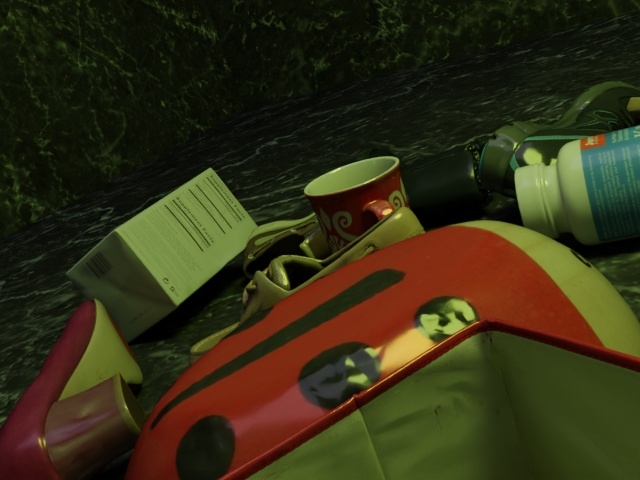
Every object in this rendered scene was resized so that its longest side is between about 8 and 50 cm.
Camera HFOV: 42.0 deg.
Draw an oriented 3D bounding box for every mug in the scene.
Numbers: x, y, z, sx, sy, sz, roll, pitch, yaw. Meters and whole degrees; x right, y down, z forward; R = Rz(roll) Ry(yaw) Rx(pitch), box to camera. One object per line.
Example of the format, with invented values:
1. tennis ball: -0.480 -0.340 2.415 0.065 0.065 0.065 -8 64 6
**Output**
1. mug: 0.057 0.008 0.946 0.113 0.169 0.150 -14 18 16

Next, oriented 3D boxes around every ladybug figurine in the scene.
1. ladybug figurine: 0.037 0.119 0.610 0.449 0.161 0.305 -30 18 -24

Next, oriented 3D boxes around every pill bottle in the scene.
1. pill bottle: 0.338 -0.062 0.934 0.222 0.124 0.124 -12 18 22

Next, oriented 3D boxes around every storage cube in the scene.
1. storage cube: 0.091 0.172 0.361 0.184 0.193 0.215 -27 18 -24

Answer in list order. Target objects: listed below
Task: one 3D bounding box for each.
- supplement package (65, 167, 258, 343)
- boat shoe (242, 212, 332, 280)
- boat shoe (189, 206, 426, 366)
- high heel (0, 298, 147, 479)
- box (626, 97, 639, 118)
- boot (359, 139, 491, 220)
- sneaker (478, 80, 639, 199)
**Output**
1. supplement package: -0.221 0.017 1.222 0.139 0.133 0.244 -35 6 35
2. boat shoe: 0.004 0.006 1.170 0.258 0.095 0.095 -20 24 27
3. boat shoe: -0.021 0.064 0.886 0.341 0.110 0.121 -26 10 29
4. high heel: -0.297 0.172 0.922 0.181 0.127 0.377 -29 14 -9
5. box: 0.488 -0.128 0.974 0.165 0.021 0.201 21 -1 -26
6. boot: 0.163 -0.097 1.281 0.207 0.094 0.246 -18 23 18
7. sneaker: 0.371 -0.118 1.149 0.341 0.125 0.140 -27 46 -32
